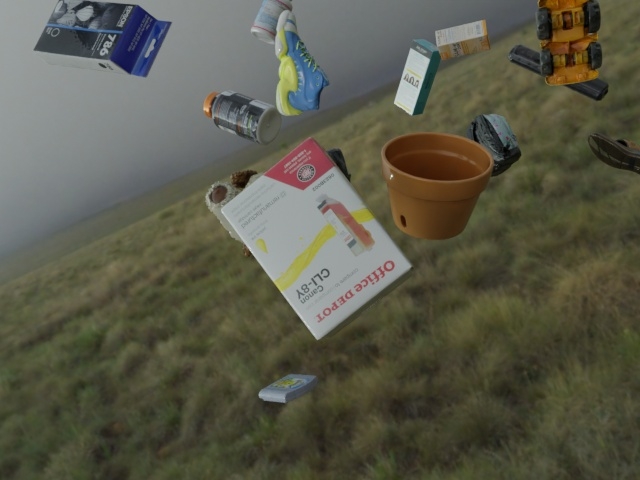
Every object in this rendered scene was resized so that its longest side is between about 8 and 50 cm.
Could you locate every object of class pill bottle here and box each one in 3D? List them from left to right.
[{"bbox_3d":[-0.255,-0.399,2.299,0.245,0.131,0.130,24,36,26],"label":"pill bottle"},{"bbox_3d":[-0.135,-0.665,2.119,0.160,0.087,0.087,-67,14,-3],"label":"pill bottle"}]

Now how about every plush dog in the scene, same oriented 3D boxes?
[{"bbox_3d":[-0.158,-0.093,1.975,0.262,0.211,0.226,17,53,10],"label":"plush dog"}]

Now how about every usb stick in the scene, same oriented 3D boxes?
[{"bbox_3d":[0.639,-0.452,1.945,0.077,0.278,0.045,-45,-22,-39],"label":"usb stick"}]

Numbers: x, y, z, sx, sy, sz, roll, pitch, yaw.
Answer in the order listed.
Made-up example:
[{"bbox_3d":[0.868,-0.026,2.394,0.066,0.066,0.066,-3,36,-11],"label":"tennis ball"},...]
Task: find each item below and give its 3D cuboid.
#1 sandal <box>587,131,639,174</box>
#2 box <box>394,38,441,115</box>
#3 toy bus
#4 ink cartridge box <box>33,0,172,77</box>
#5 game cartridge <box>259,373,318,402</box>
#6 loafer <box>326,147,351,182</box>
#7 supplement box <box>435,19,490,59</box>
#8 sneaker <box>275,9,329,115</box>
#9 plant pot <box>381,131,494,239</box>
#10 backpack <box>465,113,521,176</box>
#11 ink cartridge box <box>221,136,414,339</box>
[{"bbox_3d":[0.801,-0.227,1.872,0.219,0.090,0.060,25,65,26],"label":"sandal"},{"bbox_3d":[0.343,-0.573,2.545,0.060,0.244,0.100,-16,45,-38],"label":"box"},{"bbox_3d":[0.627,-0.508,1.849,0.149,0.221,0.211,-5,7,14],"label":"toy bus"},{"bbox_3d":[-0.534,-0.497,1.758,0.332,0.166,0.065,13,-17,25],"label":"ink cartridge box"},{"bbox_3d":[-0.042,0.211,1.039,0.055,0.017,0.083,1,11,33],"label":"game cartridge"},{"bbox_3d":[0.073,-0.200,2.412,0.078,0.223,0.076,-22,8,-35],"label":"loafer"},{"bbox_3d":[0.281,-0.394,1.426,0.098,0.036,0.062,-9,-16,18],"label":"supplement box"},{"bbox_3d":[-0.039,-0.413,1.691,0.126,0.240,0.091,2,21,5],"label":"sneaker"},{"bbox_3d":[0.301,-0.136,1.920,0.290,0.204,0.291,1,32,0],"label":"plant pot"},{"bbox_3d":[0.531,-0.301,2.228,0.115,0.182,0.152,-6,-25,-37],"label":"backpack"},{"bbox_3d":[0.000,0.000,1.691,0.279,0.385,0.160,-38,-9,5],"label":"ink cartridge box"}]
